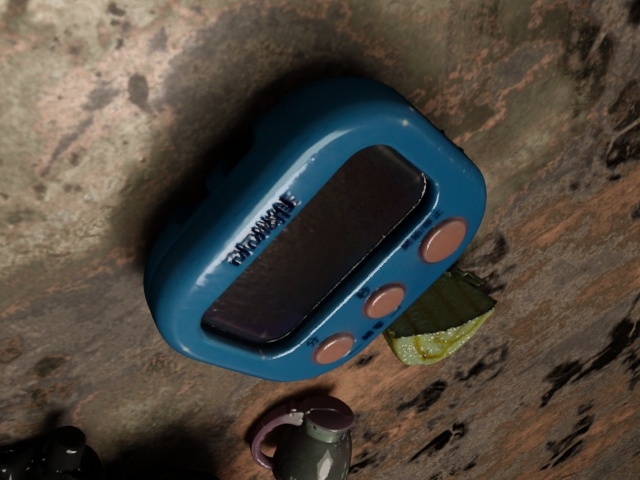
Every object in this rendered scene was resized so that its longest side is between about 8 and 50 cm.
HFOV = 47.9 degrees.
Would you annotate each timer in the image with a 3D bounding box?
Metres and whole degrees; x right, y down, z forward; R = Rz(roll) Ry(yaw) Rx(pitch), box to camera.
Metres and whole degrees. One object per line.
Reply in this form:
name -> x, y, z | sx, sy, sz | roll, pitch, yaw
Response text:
timer -> 0.000, 0.000, 0.761 | 0.340, 0.115, 0.309 | -46, 140, 14

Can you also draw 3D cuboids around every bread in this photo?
bread -> 0.156, 0.117, 0.991 | 0.157, 0.103, 0.110 | -16, 132, -11

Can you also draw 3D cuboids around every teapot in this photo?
teapot -> -0.017, 0.293, 1.068 | 0.116, 0.148, 0.145 | -37, 147, -62

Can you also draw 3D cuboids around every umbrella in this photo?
umbrella -> -0.336, 0.331, 0.873 | 0.110, 0.122, 0.272 | -35, 152, -57

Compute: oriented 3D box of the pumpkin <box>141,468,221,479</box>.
pumpkin -> -0.163, 0.459, 0.951 | 0.241, 0.323, 0.323 | -43, 148, -32
